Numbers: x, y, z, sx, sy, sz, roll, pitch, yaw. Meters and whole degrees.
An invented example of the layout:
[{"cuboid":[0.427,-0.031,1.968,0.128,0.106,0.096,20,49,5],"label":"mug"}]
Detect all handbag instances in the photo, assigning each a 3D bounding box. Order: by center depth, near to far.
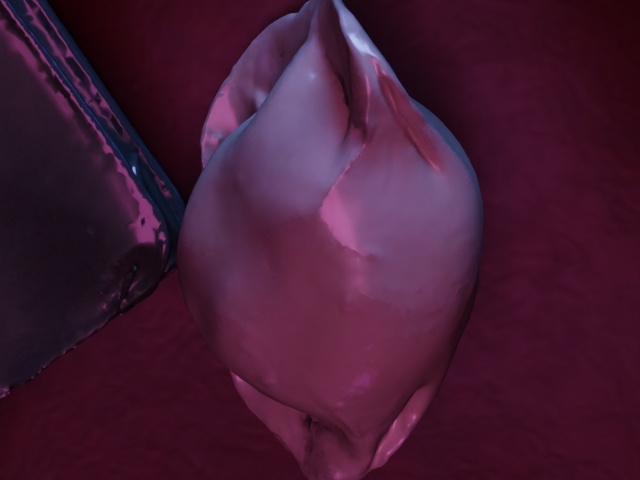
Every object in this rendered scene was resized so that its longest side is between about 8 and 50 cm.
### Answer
[{"cuboid":[-0.225,-0.032,0.873,0.247,0.079,0.260,-33,96,14],"label":"handbag"}]

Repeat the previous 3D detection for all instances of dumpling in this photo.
[{"cuboid":[0.000,0.000,0.838,0.132,0.162,0.250,-12,119,-29],"label":"dumpling"}]
